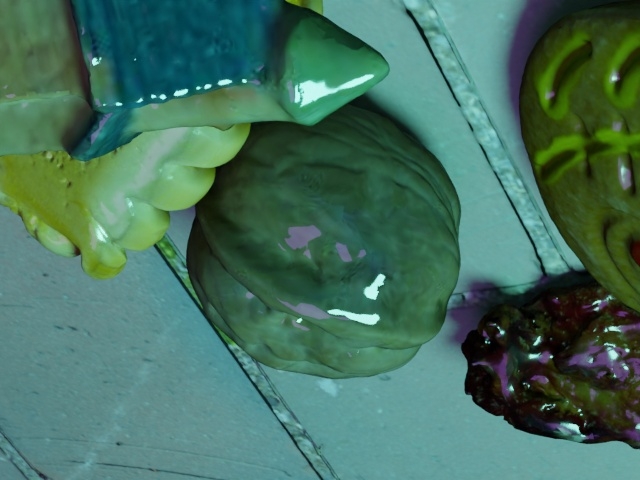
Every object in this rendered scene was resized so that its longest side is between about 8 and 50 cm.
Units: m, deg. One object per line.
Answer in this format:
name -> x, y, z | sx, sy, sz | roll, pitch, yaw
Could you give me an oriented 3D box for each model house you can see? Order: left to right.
model house -> -0.088, -0.219, 1.136 | 0.280, 0.245, 0.312 | -6, 101, 21

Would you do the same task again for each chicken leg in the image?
chicken leg -> 0.307, 0.087, 1.525 | 0.407, 0.096, 0.158 | -12, 113, 27

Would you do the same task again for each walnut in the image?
walnut -> 0.000, 0.000, 1.449 | 0.224, 0.224, 0.224 | 10, 139, 9

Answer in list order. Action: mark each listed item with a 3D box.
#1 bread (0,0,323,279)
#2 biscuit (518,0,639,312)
bread -> -0.121, -0.120, 1.370 | 0.173, 0.121, 0.311 | 47, 117, 6
biscuit -> 0.299, 0.000, 1.289 | 0.394, 0.070, 0.350 | 17, 137, 48
